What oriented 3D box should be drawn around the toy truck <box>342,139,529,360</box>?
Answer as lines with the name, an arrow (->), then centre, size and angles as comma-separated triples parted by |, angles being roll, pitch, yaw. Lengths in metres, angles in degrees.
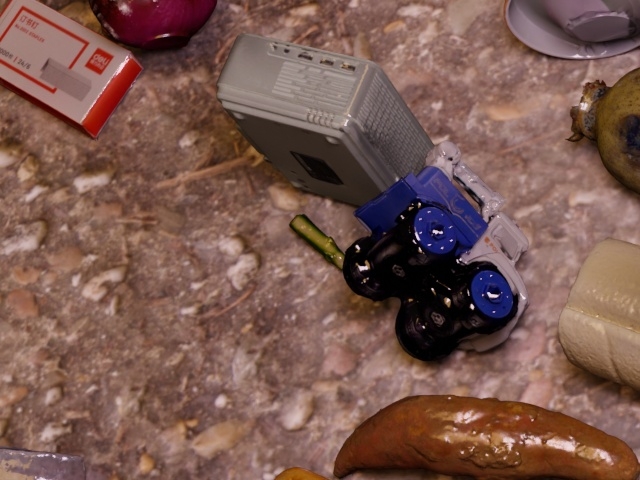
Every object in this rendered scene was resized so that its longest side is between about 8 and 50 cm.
toy truck -> 0.144, 0.015, 1.775 | 0.213, 0.161, 0.177 | 48, 55, -6

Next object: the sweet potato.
sweet potato -> 0.167, 0.214, 1.725 | 0.354, 0.095, 0.106 | -2, 109, 24

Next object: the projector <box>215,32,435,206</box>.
projector -> 0.009, -0.126, 1.838 | 0.192, 0.257, 0.099 | 18, 76, 27

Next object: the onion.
onion -> -0.226, -0.299, 2.080 | 0.198, 0.173, 0.135 | -45, 61, 51

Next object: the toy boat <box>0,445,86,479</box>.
toy boat -> -0.385, 0.359, 1.892 | 0.276, 0.111, 0.293 | -12, 78, 16

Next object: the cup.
cup -> 0.332, -0.345, 1.871 | 0.226, 0.182, 0.264 | 11, 62, -9

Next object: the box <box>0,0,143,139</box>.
box -> -0.357, -0.238, 2.148 | 0.229, 0.050, 0.123 | 31, 82, 29

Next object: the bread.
bread -> 0.344, 0.085, 1.690 | 0.141, 0.134, 0.148 | 21, 66, 32

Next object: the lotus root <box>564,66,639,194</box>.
lotus root -> 0.380, -0.120, 1.759 | 0.278, 0.154, 0.154 | 24, 79, 32

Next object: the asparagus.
asparagus -> 0.000, 0.001, 1.924 | 0.025, 0.021, 0.108 | -46, 60, -3

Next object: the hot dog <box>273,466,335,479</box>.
hot dog -> 0.043, 0.331, 1.744 | 0.249, 0.068, 0.100 | 24, 69, 26
